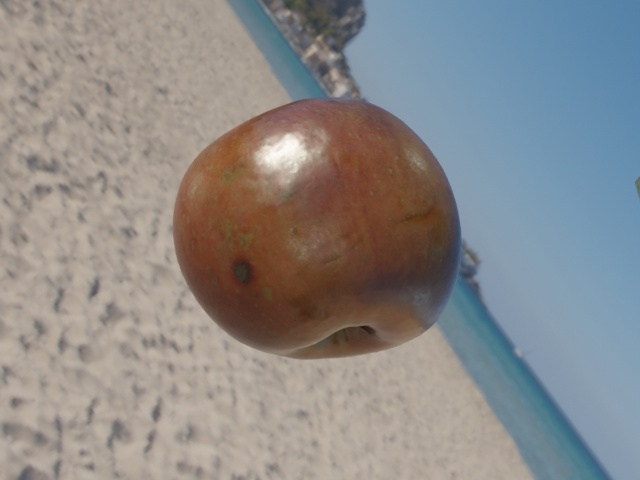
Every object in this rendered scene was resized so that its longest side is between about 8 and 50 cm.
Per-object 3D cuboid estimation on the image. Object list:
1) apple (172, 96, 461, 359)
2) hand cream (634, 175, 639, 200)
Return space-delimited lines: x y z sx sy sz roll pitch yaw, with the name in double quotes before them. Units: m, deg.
"apple" 0.000 0.000 0.895 0.254 0.253 0.253 53 5 -7
"hand cream" 0.348 -0.126 0.797 0.070 0.312 0.111 23 37 -15
